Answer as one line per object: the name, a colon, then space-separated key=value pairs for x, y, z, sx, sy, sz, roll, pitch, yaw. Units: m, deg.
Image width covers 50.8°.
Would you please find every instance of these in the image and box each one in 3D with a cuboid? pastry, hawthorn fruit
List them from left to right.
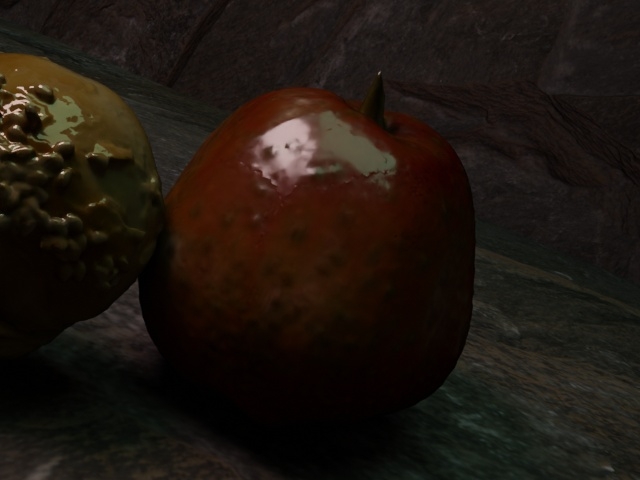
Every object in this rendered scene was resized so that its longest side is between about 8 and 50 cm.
pastry: x=-0.311 y=-0.030 z=0.607 sx=0.315 sy=0.285 sz=0.184 roll=-16 pitch=-1 yaw=11
hawthorn fruit: x=0.000 y=0.000 z=0.765 sx=0.402 sy=0.403 sz=0.403 roll=19 pitch=16 yaw=-6
